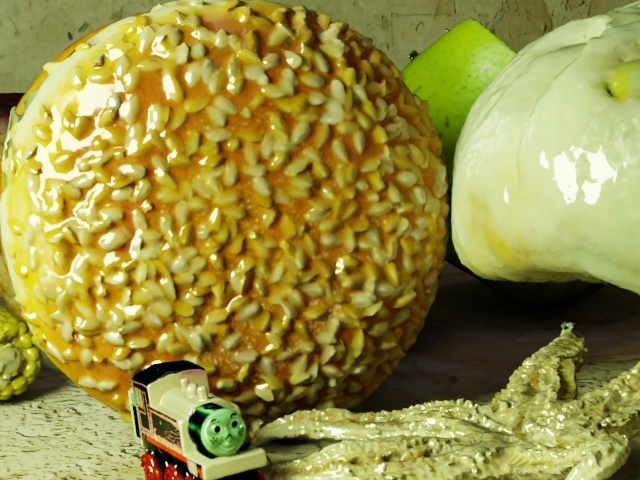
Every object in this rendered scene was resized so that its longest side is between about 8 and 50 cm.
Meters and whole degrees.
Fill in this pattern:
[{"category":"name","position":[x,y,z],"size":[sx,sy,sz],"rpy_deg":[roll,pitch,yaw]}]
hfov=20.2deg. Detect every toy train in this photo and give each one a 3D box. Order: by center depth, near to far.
[{"category":"toy train","position":[-0.077,0.126,1.120],"size":[0.050,0.087,0.138],"rpy_deg":[-12,11,-24]}]

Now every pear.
[{"category":"pear","position":[0.184,-0.031,1.637],"size":[0.159,0.292,0.292],"rpy_deg":[-41,15,-5]}]

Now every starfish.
[{"category":"starfish","position":[0.123,0.119,1.151],"size":[0.302,0.060,0.299],"rpy_deg":[-20,11,-38]}]

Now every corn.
[{"category":"corn","position":[-0.297,0.086,1.500],"size":[0.080,0.080,0.231],"rpy_deg":[-9,8,-26]}]

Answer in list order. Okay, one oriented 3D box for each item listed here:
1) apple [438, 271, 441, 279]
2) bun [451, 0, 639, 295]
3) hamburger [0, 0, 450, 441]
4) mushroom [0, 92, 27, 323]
[{"category":"apple","position":[0.000,0.000,1.559],"size":[0.237,0.207,0.237],"rpy_deg":[-6,29,3]},{"category":"bun","position":[0.265,-0.055,1.221],"size":[0.365,0.219,0.365],"rpy_deg":[7,3,0]},{"category":"hamburger","position":[-0.073,-0.020,1.294],"size":[0.330,0.330,0.250],"rpy_deg":[-6,5,-9]},{"category":"mushroom","position":[-0.258,-0.023,1.664],"size":[0.345,0.345,0.239],"rpy_deg":[7,56,49]}]
